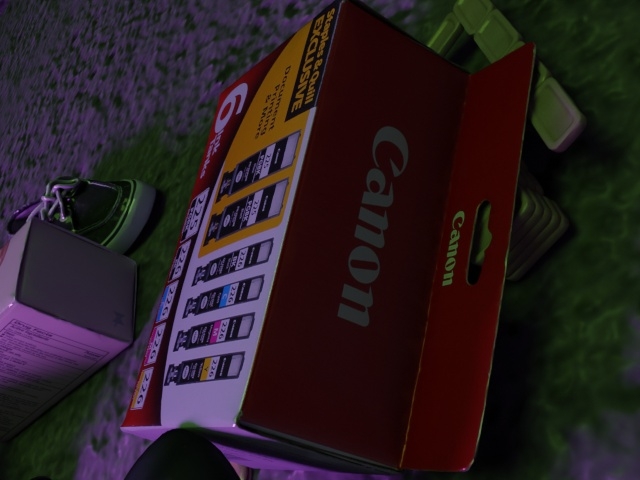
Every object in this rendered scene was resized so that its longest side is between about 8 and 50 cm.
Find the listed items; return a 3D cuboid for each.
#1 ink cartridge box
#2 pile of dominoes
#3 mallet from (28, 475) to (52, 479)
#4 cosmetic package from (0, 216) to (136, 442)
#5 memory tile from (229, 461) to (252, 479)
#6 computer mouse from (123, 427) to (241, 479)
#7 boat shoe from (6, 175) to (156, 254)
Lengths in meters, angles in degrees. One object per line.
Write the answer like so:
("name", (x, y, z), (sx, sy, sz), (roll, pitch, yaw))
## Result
("ink cartridge box", (0.000, 0.000, 0.583), (0.272, 0.130, 0.309), (-21, 51, 55))
("pile of dominoes", (0.108, -0.066, 0.625), (0.196, 0.040, 0.251), (-53, 29, 28))
("mallet", (-0.326, 0.354, 0.867), (0.062, 0.039, 0.189), (-27, 51, 39))
("cosmetic package", (-0.372, 0.119, 0.987), (0.296, 0.153, 0.129), (-35, 42, 30))
("memory tile", (-0.111, 0.215, 0.712), (0.148, 0.012, 0.113), (-23, 49, 42))
("computer mouse", (-0.074, 0.252, 0.475), (0.189, 0.072, 0.272), (-19, 85, 49))
("boat shoe", (-0.336, -0.035, 1.090), (0.306, 0.105, 0.113), (-5, 62, 50))
